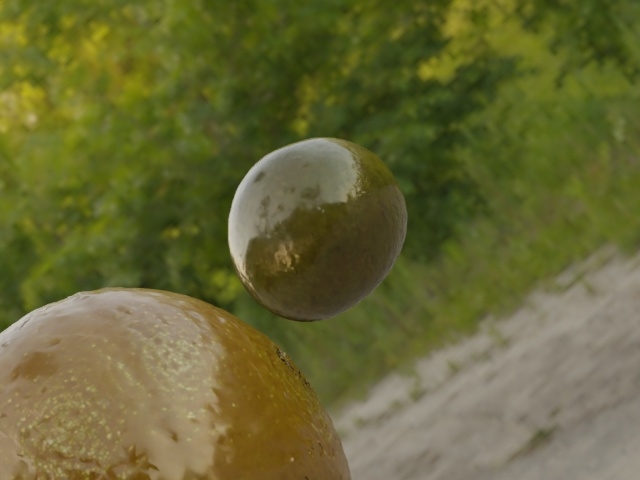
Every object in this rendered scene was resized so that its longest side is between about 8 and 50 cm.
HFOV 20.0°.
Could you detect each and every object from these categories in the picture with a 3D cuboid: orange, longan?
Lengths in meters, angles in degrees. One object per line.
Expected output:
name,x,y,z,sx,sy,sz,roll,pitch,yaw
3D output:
orange,-0.109,0.163,1.071,0.274,0.274,0.274,-41,6,6
longan,0.000,0.000,0.703,0.075,0.075,0.083,-46,-37,-33
